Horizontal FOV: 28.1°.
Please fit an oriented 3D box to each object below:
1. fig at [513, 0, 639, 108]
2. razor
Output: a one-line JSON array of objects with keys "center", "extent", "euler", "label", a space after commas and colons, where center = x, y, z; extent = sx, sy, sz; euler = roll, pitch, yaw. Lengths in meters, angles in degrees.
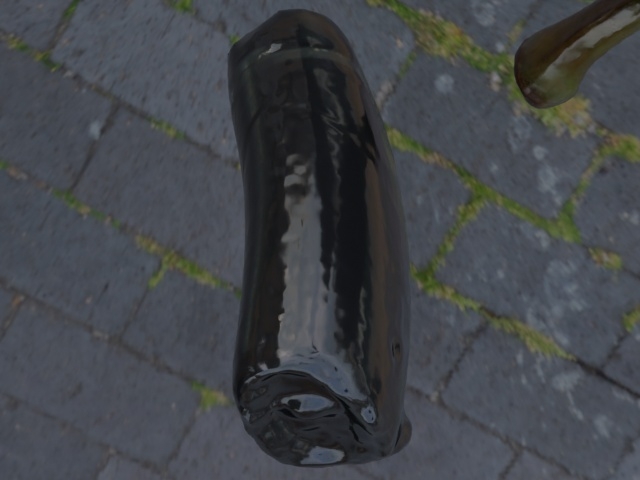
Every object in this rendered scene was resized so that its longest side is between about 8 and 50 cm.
[{"center": [0.203, -0.112, 0.452], "extent": [0.321, 0.217, 0.217], "euler": [-27, 108, 34], "label": "fig"}, {"center": [0.000, 0.000, 0.427], "extent": [0.054, 0.148, 0.090], "euler": [-12, 145, 13], "label": "razor"}]
